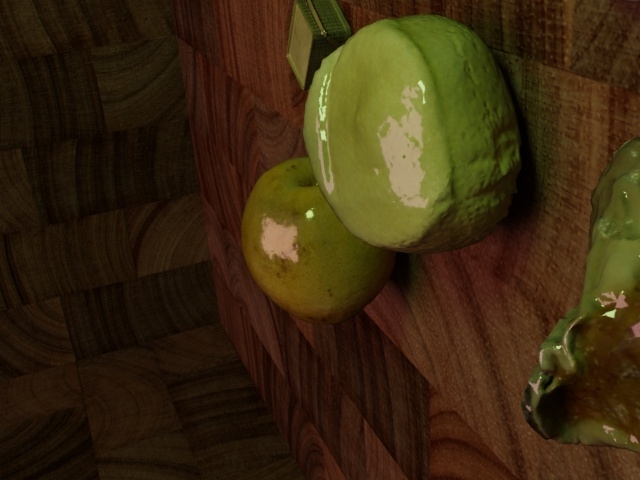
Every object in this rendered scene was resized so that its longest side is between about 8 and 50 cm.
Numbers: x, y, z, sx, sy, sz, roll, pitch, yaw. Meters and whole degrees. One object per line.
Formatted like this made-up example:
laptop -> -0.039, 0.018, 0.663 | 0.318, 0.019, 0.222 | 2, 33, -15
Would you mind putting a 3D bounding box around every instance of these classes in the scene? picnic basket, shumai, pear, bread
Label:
picnic basket -> -0.006, -0.385, 1.477 | 0.164, 0.079, 0.115 | 107, 146, -57
shumai -> 0.280, 0.053, 0.659 | 0.267, 0.262, 0.314 | 118, 136, -63
pear -> 0.000, 0.000, 1.406 | 0.314, 0.314, 0.315 | 166, 90, -72
bread -> 0.133, -0.138, 1.021 | 0.320, 0.237, 0.321 | 28, 125, 48
